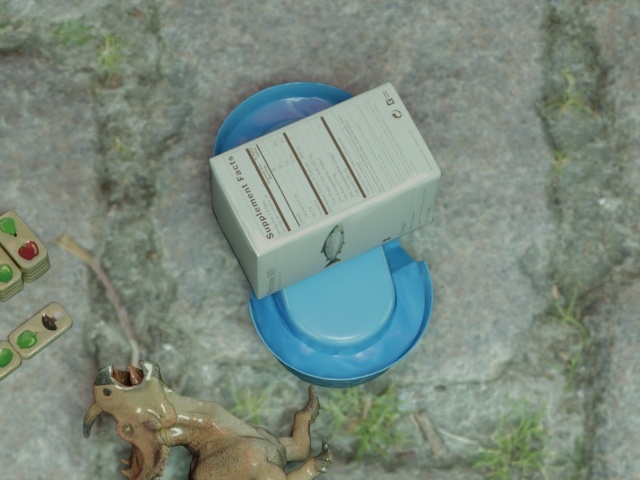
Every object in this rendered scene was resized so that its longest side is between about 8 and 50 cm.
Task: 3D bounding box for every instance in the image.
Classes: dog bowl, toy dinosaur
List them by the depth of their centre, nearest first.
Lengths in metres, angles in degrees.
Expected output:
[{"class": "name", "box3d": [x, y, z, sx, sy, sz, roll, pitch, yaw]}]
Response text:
[{"class": "toy dinosaur", "box3d": [-0.078, 0.237, 1.689, 0.200, 0.127, 0.296, -16, 80, -1]}, {"class": "dog bowl", "box3d": [0.000, 0.000, 1.812, 0.165, 0.074, 0.297, -13, 69, -7]}]

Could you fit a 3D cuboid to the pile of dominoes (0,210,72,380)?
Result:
[{"class": "pile of dominoes", "box3d": [-0.368, 0.063, 1.792, 0.251, 0.040, 0.196, -37, 73, -16]}]

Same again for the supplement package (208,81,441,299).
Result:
[{"class": "supplement package", "box3d": [0.002, -0.043, 1.733, 0.179, 0.105, 0.105, -24, 70, -11]}]
